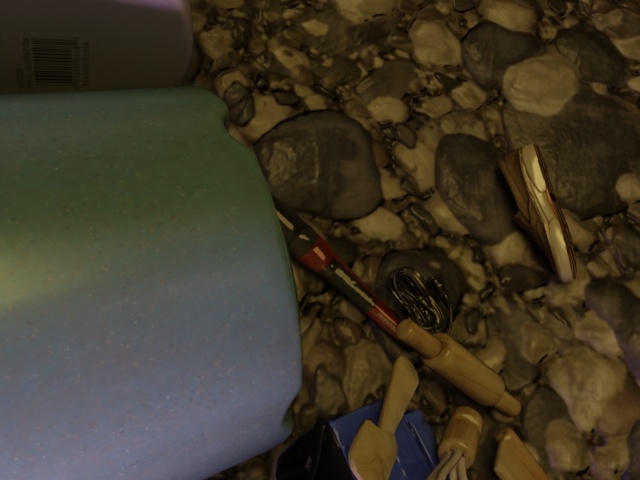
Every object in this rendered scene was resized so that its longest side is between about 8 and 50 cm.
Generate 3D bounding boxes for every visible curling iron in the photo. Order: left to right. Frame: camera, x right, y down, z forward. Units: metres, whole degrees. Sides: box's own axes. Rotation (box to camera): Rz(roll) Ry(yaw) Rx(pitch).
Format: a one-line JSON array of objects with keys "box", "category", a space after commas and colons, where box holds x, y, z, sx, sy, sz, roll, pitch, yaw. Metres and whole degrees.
[{"box": [0.000, 0.000, 0.656, 0.274, 0.035, 0.068, 35, 62, 5], "category": "curling iron"}]

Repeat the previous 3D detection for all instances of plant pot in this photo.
[{"box": [-0.209, 0.053, 0.457, 0.334, 0.341, 0.341, -13, 70, -22], "category": "plant pot"}]

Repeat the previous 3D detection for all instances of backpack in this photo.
[{"box": [0.029, 0.178, 0.541, 0.101, 0.120, 0.098, -5, 64, -33], "category": "backpack"}]

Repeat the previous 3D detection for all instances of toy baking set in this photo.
[{"box": [0.107, 0.149, 0.522, 0.256, 0.030, 0.197, 40, 29, -32], "category": "toy baking set"}]

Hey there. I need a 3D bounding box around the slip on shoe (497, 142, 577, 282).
[{"box": [0.202, -0.023, 0.698, 0.041, 0.051, 0.135, -21, 77, 25], "category": "slip on shoe"}]

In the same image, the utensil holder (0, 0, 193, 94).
[{"box": [-0.264, -0.284, 0.506, 0.327, 0.328, 0.386, -7, 72, -12], "category": "utensil holder"}]
